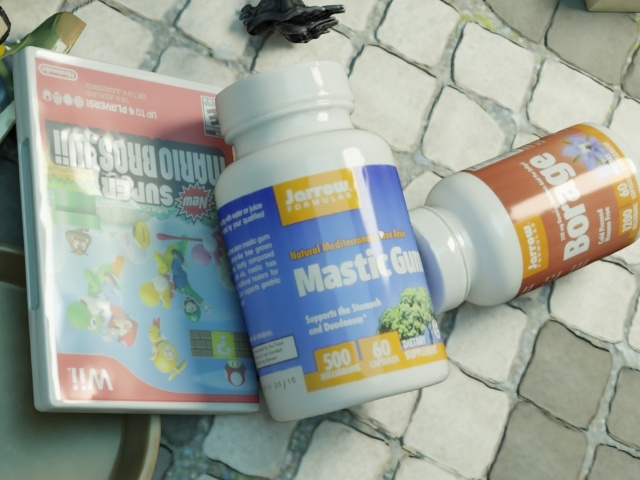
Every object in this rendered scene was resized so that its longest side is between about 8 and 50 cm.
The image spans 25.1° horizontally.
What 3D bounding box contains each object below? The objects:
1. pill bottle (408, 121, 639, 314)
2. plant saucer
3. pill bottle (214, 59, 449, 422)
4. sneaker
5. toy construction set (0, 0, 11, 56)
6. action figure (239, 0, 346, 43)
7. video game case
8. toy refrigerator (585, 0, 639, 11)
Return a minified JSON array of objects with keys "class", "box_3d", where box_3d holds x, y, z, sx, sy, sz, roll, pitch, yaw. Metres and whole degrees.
[{"class":"pill bottle","box_3d":[0.169,-0.015,1.254,0.216,0.121,0.121,-23,83,-23]},{"class":"plant saucer","box_3d":[-0.262,0.137,1.107,0.278,0.041,0.278,5,72,-17]},{"class":"pill bottle","box_3d":[0.000,0.000,1.165,0.152,0.152,0.272,-13,84,-22]},{"class":"sneaker","box_3d":[-0.275,-0.129,1.166,0.086,0.064,0.192,36,69,-11]},{"class":"toy construction set","box_3d":[-0.315,-0.272,1.104,0.309,0.257,0.237,22,60,13]},{"class":"action figure","box_3d":[-0.030,-0.317,1.260,0.141,0.164,0.276,-10,86,3]},{"class":"video game case","box_3d":[-0.145,-0.004,1.152,0.204,0.025,0.285,7,70,-43]},{"class":"toy refrigerator","box_3d":[0.294,-0.368,1.412,0.094,0.102,0.269,-2,76,-19]}]
